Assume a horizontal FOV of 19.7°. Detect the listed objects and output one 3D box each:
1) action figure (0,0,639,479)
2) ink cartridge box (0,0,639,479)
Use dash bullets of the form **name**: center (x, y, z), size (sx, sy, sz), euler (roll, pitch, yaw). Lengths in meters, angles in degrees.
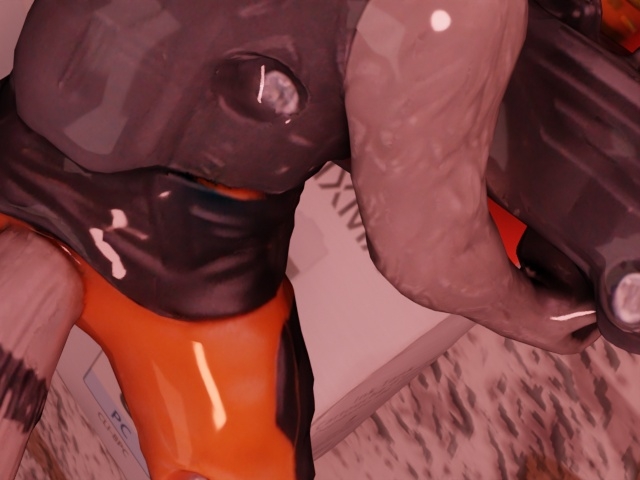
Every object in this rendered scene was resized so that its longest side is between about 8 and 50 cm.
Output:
- **action figure**: center (0.000, 0.000, 0.443), size (0.341, 0.178, 0.330), euler (31, 99, 24)
- **ink cartridge box**: center (-0.055, -0.085, 0.637), size (0.308, 0.091, 0.385), euler (56, 152, 9)
